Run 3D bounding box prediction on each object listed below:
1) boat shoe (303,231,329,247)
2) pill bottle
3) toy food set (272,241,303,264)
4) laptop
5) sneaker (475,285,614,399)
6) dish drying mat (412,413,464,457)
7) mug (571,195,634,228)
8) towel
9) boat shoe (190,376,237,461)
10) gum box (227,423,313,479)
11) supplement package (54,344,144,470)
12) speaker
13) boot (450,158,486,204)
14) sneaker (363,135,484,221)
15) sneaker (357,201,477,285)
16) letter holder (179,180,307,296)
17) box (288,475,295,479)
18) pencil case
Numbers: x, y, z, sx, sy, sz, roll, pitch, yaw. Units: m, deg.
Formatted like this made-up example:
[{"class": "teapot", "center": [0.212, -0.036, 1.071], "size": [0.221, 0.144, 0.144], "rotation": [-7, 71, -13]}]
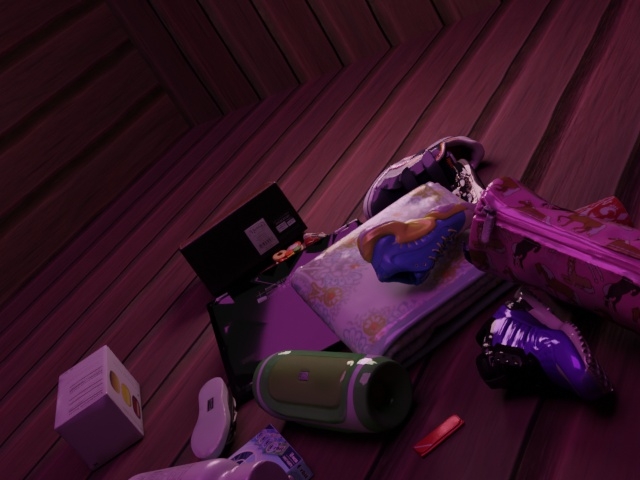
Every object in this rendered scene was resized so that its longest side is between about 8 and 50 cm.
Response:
[{"class": "boat shoe", "center": [0.000, 0.000, 2.040], "size": [0.049, 0.043, 0.137], "rotation": [-33, -9, 24]}, {"class": "pill bottle", "center": [-0.153, 0.357, 1.129], "size": [0.229, 0.131, 0.131], "rotation": [-19, 25, 31]}, {"class": "toy food set", "center": [-0.080, 0.033, 2.184], "size": [0.082, 0.020, 0.083], "rotation": [-36, 21, -7]}, {"class": "laptop", "center": [-0.022, 0.142, 1.880], "size": [0.382, 0.236, 0.408], "rotation": [-30, 50, 8]}, {"class": "sneaker", "center": [0.309, 0.178, 1.255], "size": [0.146, 0.102, 0.293], "rotation": [-36, 16, 2]}, {"class": "dish drying mat", "center": [0.178, 0.294, 1.296], "size": [0.083, 0.008, 0.032], "rotation": [-37, 21, -10]}, {"class": "mug", "center": [0.438, 0.017, 1.435], "size": [0.169, 0.150, 0.113], "rotation": [-26, -14, 6]}, {"class": "towel", "center": [0.169, 0.058, 1.608], "size": [0.374, 0.090, 0.320], "rotation": [-34, 37, -12]}, {"class": "boat shoe", "center": [-0.187, 0.343, 1.606], "size": [0.078, 0.070, 0.219], "rotation": [-30, 24, 13]}, {"class": "gum box", "center": [-0.120, 0.404, 1.427], "size": [0.184, 0.041, 0.157], "rotation": [-37, 22, -12]}, {"class": "supplement package", "center": [-0.483, 0.362, 1.884], "size": [0.134, 0.139, 0.244], "rotation": [-35, 23, -2]}, {"class": "speaker", "center": [0.013, 0.252, 1.455], "size": [0.296, 0.131, 0.131], "rotation": [-6, 34, 49]}, {"class": "boot", "center": [0.268, -0.075, 1.835], "size": [0.178, 0.085, 0.236], "rotation": [-29, 30, 10]}, {"class": "sneaker", "center": [0.241, -0.144, 1.977], "size": [0.321, 0.126, 0.127], "rotation": [-40, 17, -20]}, {"class": "sneaker", "center": [0.190, 0.015, 1.526], "size": [0.240, 0.126, 0.091], "rotation": [-15, -20, -8]}, {"class": "letter holder", "center": [-0.213, -0.012, 2.287], "size": [0.302, 0.152, 0.214], "rotation": [-36, 10, -7]}, {"class": "box", "center": [-0.132, 0.472, 1.198], "size": [0.243, 0.117, 0.213], "rotation": [-24, 23, 24]}, {"class": "pencil case", "center": [0.387, 0.031, 1.226], "size": [0.167, 0.160, 0.386], "rotation": [-24, 34, -33]}]
